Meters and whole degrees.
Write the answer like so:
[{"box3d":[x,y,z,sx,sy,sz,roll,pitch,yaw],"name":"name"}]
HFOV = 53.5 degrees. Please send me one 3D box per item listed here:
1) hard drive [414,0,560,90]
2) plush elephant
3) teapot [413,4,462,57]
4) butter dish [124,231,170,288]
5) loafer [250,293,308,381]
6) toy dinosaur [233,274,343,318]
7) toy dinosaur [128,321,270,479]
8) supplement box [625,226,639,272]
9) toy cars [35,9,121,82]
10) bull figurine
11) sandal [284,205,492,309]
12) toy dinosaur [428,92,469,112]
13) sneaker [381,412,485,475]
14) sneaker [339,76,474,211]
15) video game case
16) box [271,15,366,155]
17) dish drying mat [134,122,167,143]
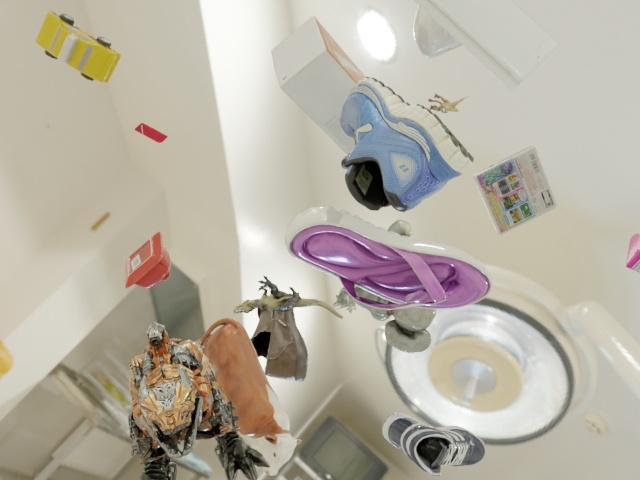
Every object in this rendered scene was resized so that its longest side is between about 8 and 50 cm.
[{"box3d":[0.372,-0.492,1.424,0.307,0.203,0.040,44,-32,4],"name":"hard drive"},{"box3d":[0.227,0.144,1.738,0.255,0.330,0.271,28,-51,23],"name":"plush elephant"},{"box3d":[0.345,-0.611,1.682,0.187,0.253,0.256,66,-19,-8],"name":"teapot"},{"box3d":[-0.514,0.082,1.955,0.118,0.160,0.160,45,12,-35],"name":"butter dish"},{"box3d":[-0.135,0.256,1.778,0.366,0.130,0.133,-127,-140,-63],"name":"loafer"},{"box3d":[-0.086,0.140,1.507,0.268,0.064,0.118,2,-32,15],"name":"toy dinosaur"},{"box3d":[-0.168,0.195,0.785,0.322,0.164,0.218,-62,138,-79],"name":"toy dinosaur"},{"box3d":[0.935,0.043,1.660,0.220,0.111,0.114,24,-35,7],"name":"supplement box"},{"box3d":[-0.590,-0.531,1.410,0.087,0.177,0.393,-83,156,-70],"name":"toy cars"},{"box3d":[-0.160,0.308,1.245,0.101,0.188,0.310,-10,79,-63],"name":"bull figurine"},{"box3d":[0.121,0.067,1.099,0.416,0.102,0.169,18,-43,-24],"name":"sandal"},{"box3d":[0.391,-0.420,1.981,0.093,0.183,0.053,25,-56,23],"name":"toy dinosaur"},{"box3d":[0.291,0.480,1.453,0.282,0.099,0.153,21,-4,-21],"name":"sneaker"},{"box3d":[0.080,-0.134,0.918,0.130,0.147,0.330,44,6,-25],"name":"sneaker"},{"box3d":[0.424,-0.107,1.381,0.157,0.143,0.019,61,6,-22],"name":"video game case"},{"box3d":[0.037,-0.443,1.866,0.345,0.168,0.215,39,25,-39],"name":"box"},{"box3d":[-0.435,-0.276,1.635,0.083,0.032,0.008,27,33,-48],"name":"dish drying mat"}]
